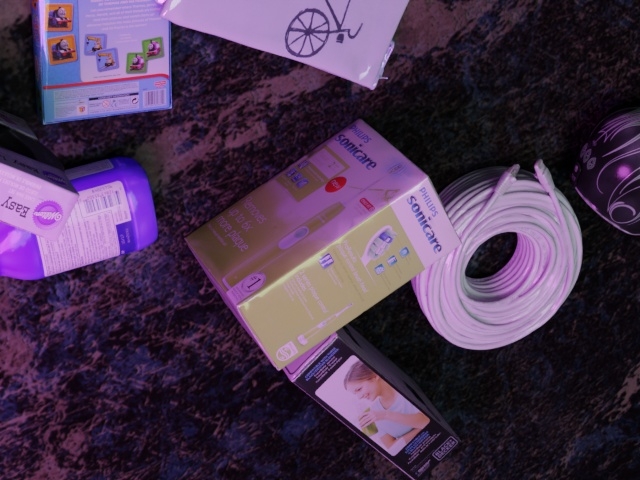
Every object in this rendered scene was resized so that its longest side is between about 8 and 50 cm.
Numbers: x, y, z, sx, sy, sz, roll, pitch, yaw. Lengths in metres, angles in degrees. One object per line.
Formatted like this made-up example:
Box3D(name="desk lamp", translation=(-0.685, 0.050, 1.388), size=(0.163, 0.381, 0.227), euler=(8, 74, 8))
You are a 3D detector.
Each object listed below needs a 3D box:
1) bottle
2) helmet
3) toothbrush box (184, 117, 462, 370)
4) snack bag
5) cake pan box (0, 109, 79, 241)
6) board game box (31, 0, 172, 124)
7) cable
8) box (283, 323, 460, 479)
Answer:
Box3D(name="bottle", translation=(-0.340, -0.013, 1.842), size=(0.283, 0.092, 0.118), euler=(-17, 121, -17))
Box3D(name="helmet", translation=(0.445, -0.108, 2.127), size=(0.169, 0.169, 0.161), euler=(24, 119, -33))
Box3D(name="toothbrush box", translation=(0.000, 0.000, 1.943), size=(0.283, 0.206, 0.122), euler=(-33, 124, -6))
Box3D(name="snack bag", translation=(0.001, -0.371, 1.845), size=(0.343, 0.037, 0.323), euler=(14, 105, -37))
Box3D(name="cake pan box", translation=(-0.409, -0.108, 1.668), size=(0.267, 0.246, 0.070), euler=(23, 104, -32))
Box3D(name="board game box", translation=(-0.254, -0.248, 1.795), size=(0.160, 0.039, 0.211), euler=(-9, 119, -22))
Box3D(name="cable", translation=(0.242, 0.023, 2.142), size=(0.257, 0.089, 0.257), euler=(-40, 126, -1))
Box3D(name="box", translation=(0.048, 0.189, 2.088), size=(0.087, 0.169, 0.290), euler=(-44, 126, 4))
